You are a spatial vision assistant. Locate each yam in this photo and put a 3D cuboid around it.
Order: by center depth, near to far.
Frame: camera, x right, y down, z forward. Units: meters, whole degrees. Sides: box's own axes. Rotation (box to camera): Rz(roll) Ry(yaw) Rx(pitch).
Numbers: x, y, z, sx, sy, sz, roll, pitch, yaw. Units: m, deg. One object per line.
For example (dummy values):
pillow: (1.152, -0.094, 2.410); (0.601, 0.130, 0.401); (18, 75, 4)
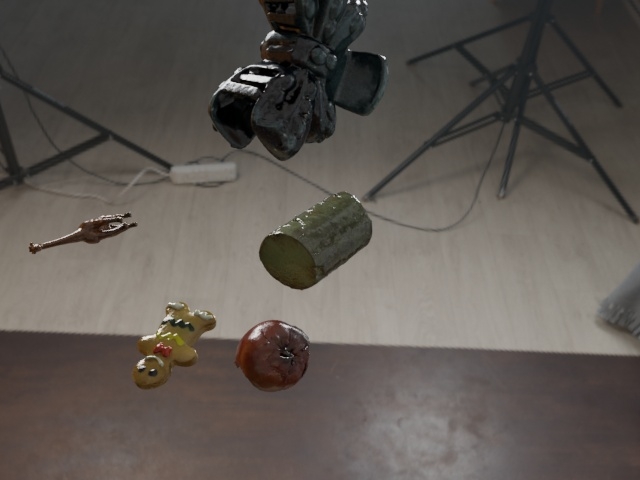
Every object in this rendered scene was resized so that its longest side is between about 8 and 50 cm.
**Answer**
yam: (0.000, 0.000, 1.567); (0.161, 0.161, 0.268); (33, 44, 24)

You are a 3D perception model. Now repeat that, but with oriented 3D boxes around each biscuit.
biscuit: (-0.345, 0.237, 1.529); (0.158, 0.035, 0.240); (9, 45, 21)

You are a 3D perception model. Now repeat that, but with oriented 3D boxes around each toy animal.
toy animal: (-0.620, -0.017, 1.756); (0.230, 0.066, 0.224); (-13, 9, 6)

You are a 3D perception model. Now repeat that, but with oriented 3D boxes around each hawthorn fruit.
hawthorn fruit: (-0.106, 0.236, 1.346); (0.148, 0.172, 0.148); (12, 69, -33)

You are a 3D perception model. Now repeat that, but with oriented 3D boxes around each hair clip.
hair clip: (-0.032, -0.266, 0.974); (0.195, 0.310, 0.206); (21, 4, 39)
